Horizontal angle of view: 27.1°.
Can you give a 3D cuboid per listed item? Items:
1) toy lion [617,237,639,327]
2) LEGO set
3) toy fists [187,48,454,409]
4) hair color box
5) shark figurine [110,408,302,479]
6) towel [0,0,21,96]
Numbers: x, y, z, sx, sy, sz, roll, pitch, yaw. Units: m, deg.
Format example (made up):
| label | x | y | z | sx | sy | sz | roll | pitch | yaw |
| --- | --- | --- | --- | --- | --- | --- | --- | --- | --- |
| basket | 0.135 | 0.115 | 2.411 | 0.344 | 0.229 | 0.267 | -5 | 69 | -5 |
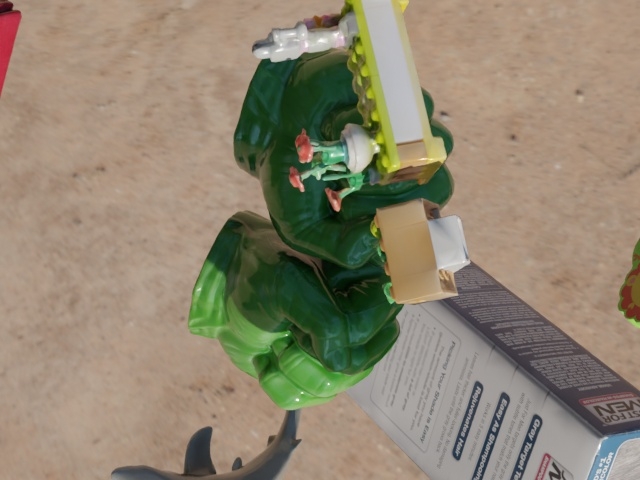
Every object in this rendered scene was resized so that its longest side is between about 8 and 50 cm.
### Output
| label | x | y | z | sx | sy | sz | roll | pitch | yaw |
| --- | --- | --- | --- | --- | --- | --- | --- | --- | --- |
| toy lion | 0.270 | 0.021 | 1.039 | 0.034 | 0.100 | 0.096 | 36 | 113 | -23 |
| LEGO set | -0.004 | -0.105 | 0.621 | 0.107 | 0.132 | 0.287 | -10 | 114 | -10 |
| toy fists | 0.000 | 0.000 | 0.909 | 0.142 | 0.096 | 0.279 | 26 | 124 | 12 |
| hair color box | 0.168 | 0.158 | 1.295 | 0.105 | 0.347 | 0.174 | -2 | 119 | -34 |
| shark figurine | -0.061 | 0.229 | 1.322 | 0.278 | 0.116 | 0.166 | -34 | 109 | -40 |
| towel | -0.310 | -0.047 | 0.809 | 0.275 | 0.031 | 0.199 | -23 | 145 | -47 |
